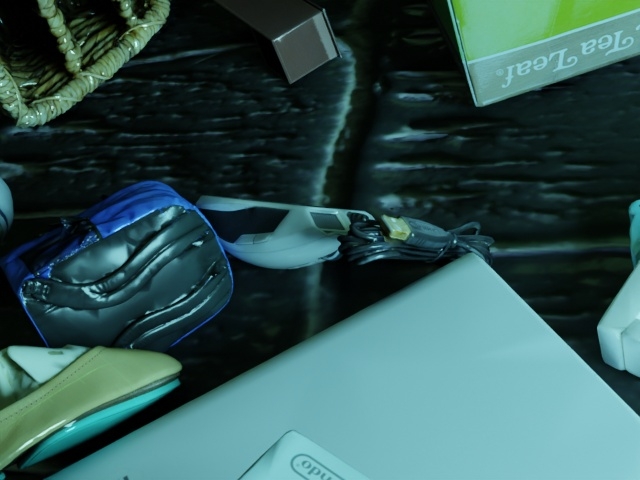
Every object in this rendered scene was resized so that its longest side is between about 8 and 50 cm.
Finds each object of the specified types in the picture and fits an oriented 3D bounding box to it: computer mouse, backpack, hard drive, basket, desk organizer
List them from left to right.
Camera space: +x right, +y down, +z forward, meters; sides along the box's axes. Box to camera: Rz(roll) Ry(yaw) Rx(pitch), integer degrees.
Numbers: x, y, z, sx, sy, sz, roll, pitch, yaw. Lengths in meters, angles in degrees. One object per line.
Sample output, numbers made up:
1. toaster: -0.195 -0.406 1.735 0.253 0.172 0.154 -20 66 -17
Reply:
1. basket: -0.240 -0.285 0.945 0.213 0.299 0.223 -25 35 -9
2. backpack: -0.124 0.017 0.680 0.120 0.098 0.101 -32 35 -13
3. desk organizer: -0.040 -0.181 0.929 0.050 0.047 0.130 -33 38 -11
4. hard drive: -0.012 0.140 0.521 0.318 0.040 0.210 -27 37 -8
5. computer mouse: 0.000 0.000 0.674 0.193 0.042 0.106 7 4 44

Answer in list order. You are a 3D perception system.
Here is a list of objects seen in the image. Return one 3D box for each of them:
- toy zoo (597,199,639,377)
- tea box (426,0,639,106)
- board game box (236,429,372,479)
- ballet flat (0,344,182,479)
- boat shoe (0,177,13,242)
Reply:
1. toy zoo: 0.274 0.029 0.533 0.192 0.030 0.293 -39 41 -23
2. tea box: 0.203 -0.316 0.751 0.329 0.323 0.220 -17 38 3
3. board game box: -0.016 0.224 0.287 0.224 0.097 0.303 29 49 25
4. ballet flat: -0.169 0.093 0.568 0.232 0.073 0.080 -29 -5 -44
5. boat shoe: -0.343 0.048 0.761 0.302 0.109 0.094 -26 52 8
